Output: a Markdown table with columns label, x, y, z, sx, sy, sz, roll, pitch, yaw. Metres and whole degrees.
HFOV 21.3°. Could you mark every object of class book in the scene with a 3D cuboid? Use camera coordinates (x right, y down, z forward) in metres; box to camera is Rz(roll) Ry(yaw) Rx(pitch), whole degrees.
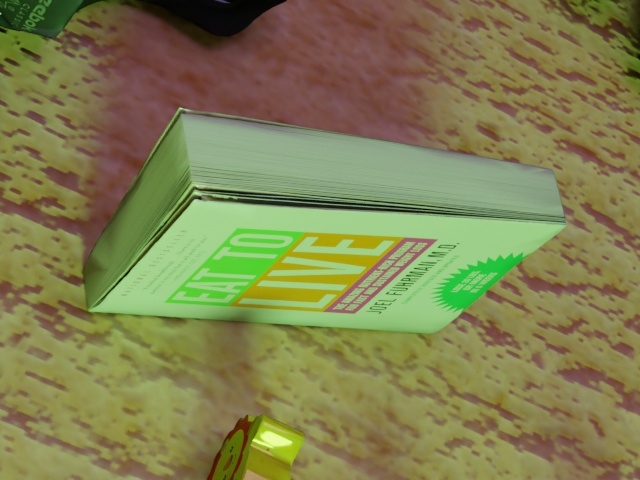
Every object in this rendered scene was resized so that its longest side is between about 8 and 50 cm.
| label | x | y | z | sx | sy | sz | roll | pitch | yaw |
| --- | --- | --- | --- | --- | --- | --- | --- | --- | --- |
| book | 0.000 | 0.000 | 0.603 | 0.144 | 0.096 | 0.035 | 5 | 60 | -28 |

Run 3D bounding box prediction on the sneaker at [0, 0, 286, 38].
| label | x | y | z | sx | sy | sz | roll | pitch | yaw |
| --- | --- | --- | --- | --- | --- | --- | --- | --- | --- |
| sneaker | -0.126 | -0.141 | 0.612 | 0.283 | 0.107 | 0.124 | 2 | 68 | -30 |

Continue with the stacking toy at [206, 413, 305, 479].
| label | x | y | z | sx | sy | sz | roll | pitch | yaw |
| --- | --- | --- | --- | --- | --- | --- | --- | --- | --- |
| stacking toy | 0.023 | 0.174 | 0.530 | 0.167 | 0.052 | 0.221 | 27 | 46 | -13 |

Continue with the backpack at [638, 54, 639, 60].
| label | x | y | z | sx | sy | sz | roll | pitch | yaw |
| --- | --- | --- | --- | --- | --- | --- | --- | --- | --- |
| backpack | 0.251 | -0.125 | 0.817 | 0.158 | 0.117 | 0.173 | 33 | 48 | -11 |
